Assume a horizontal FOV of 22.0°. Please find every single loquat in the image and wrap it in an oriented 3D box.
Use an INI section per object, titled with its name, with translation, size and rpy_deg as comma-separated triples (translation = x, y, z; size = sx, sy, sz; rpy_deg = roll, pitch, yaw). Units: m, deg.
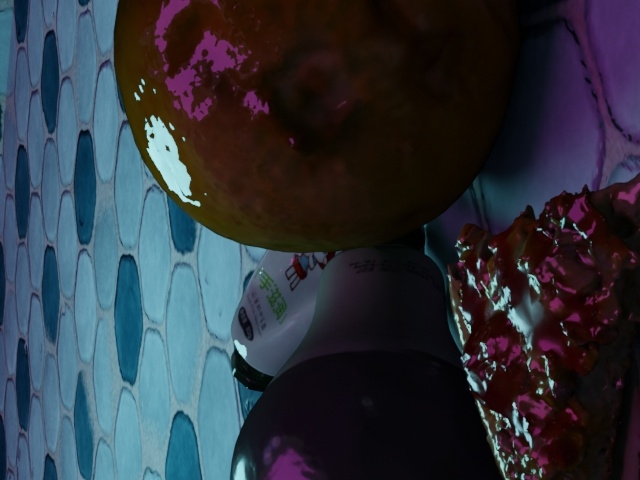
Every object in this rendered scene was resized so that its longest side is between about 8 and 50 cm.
[loquat]
translation = -0.012, -0.129, 1.072
size = 0.284, 0.276, 0.276
rpy_deg = -118, 32, -58

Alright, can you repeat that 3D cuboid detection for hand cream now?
[hand cream]
translation = 0.000, 0.000, 1.343
size = 0.336, 0.076, 0.121
rpy_deg = 116, 146, -40

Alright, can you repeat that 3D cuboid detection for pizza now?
[pizza]
translation = 0.110, 0.034, 0.806
size = 0.199, 0.062, 0.188
rpy_deg = 109, 151, -44

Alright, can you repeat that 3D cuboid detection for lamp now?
[lamp]
translation = 0.056, 0.106, 1.089
size = 0.182, 0.182, 0.314
rpy_deg = 116, 179, -53

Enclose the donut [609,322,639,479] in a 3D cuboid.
[donut]
translation = 0.159, 0.088, 0.864
size = 0.174, 0.068, 0.175
rpy_deg = 178, 90, -73
